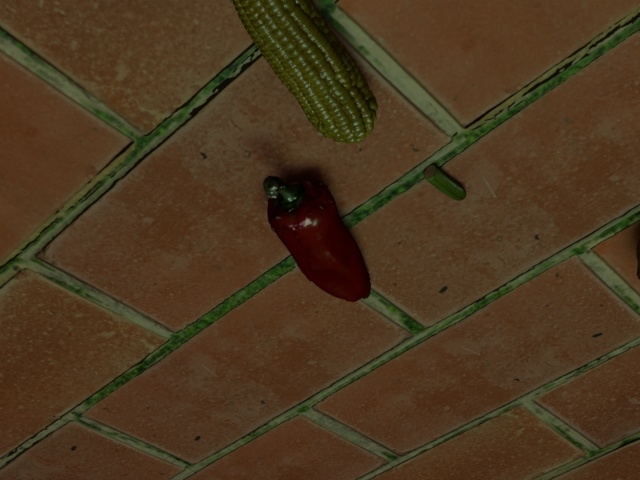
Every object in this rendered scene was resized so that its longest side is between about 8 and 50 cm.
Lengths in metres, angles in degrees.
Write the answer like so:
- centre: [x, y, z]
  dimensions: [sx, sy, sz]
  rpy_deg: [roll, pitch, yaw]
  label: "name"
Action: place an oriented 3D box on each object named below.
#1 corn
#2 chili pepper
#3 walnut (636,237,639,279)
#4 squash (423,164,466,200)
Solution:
- centre: [-0.023, -0.242, 1.078]
  dimensions: [0.101, 0.102, 0.313]
  rpy_deg: [-25, 133, 19]
  label: "corn"
- centre: [0.000, 0.000, 1.330]
  dimensions: [0.110, 0.110, 0.388]
  rpy_deg: [-18, 139, 13]
  label: "chili pepper"
- centre: [0.623, 0.028, 1.372]
  dimensions: [0.207, 0.167, 0.167]
  rpy_deg: [-16, 135, 14]
  label: "walnut"
- centre: [0.197, -0.087, 1.308]
  dimensions: [0.027, 0.028, 0.083]
  rpy_deg: [-37, 128, 28]
  label: "squash"
